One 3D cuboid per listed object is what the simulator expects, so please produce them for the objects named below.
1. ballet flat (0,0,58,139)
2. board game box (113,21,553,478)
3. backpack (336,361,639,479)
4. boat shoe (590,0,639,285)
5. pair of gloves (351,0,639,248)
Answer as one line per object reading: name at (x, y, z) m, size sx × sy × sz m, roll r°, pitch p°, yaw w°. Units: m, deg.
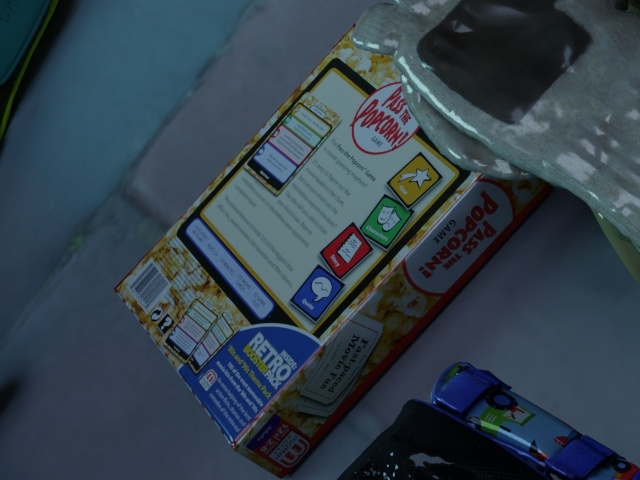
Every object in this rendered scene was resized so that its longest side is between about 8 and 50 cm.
ballet flat at (-0.245, -0.095, 1.010) m, size 0.077 × 0.077 × 0.231 m, roll -10°, pitch 51°, yaw 59°
board game box at (0.000, 0.000, 0.761) m, size 0.193 × 0.045 × 0.147 m, roll -47°, pitch 44°, yaw 3°
backpack at (0.087, 0.145, 0.525) m, size 0.173 × 0.158 × 0.117 m, roll 28°, pitch 64°, yaw 32°
boat shoe at (0.100, -0.096, 0.703) m, size 0.089 × 0.104 × 0.285 m, roll -46°, pitch 47°, yaw 11°
pair of gloves at (0.144, -0.111, 0.605) m, size 0.204 × 0.042 × 0.240 m, roll 35°, pitch 81°, yaw 35°
